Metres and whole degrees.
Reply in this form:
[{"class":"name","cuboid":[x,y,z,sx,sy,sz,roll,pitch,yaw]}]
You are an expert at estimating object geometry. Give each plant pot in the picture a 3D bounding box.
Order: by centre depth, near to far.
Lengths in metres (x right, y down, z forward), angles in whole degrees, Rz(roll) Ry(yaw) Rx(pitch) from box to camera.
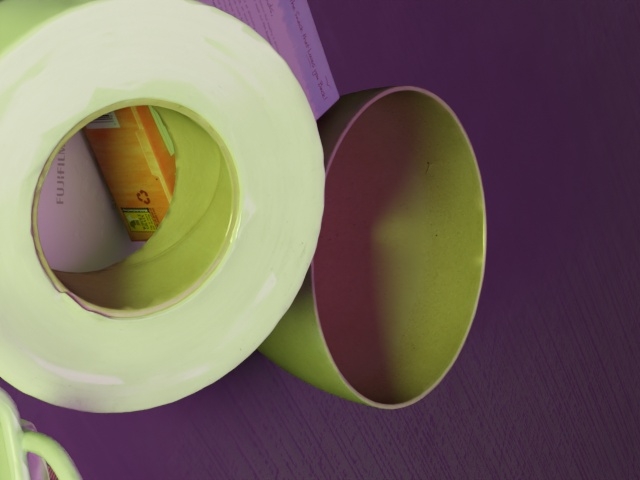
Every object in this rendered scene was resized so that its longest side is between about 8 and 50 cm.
[{"class":"plant pot","cuboid":[0.000,0.000,1.414,0.284,0.191,0.284,-9,102,-54]}]

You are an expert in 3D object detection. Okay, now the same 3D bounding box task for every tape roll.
[{"class":"tape roll","cuboid":[-0.142,-0.031,1.046,0.286,0.100,0.286,-10,110,-29]}]

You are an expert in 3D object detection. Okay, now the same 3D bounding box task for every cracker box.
[{"class":"cracker box","cuboid":[-0.088,-0.124,1.208,0.232,0.067,0.156,-46,126,-43]}]

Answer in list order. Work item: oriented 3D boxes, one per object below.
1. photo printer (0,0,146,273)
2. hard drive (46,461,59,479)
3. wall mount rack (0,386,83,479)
[{"class":"photo printer","cuboid":[-0.224,-0.054,1.171,0.307,0.107,0.256,-1,94,-54]},{"class":"hard drive","cuboid":[-0.258,0.349,1.201,0.237,0.064,0.339,47,57,-45]},{"class":"wall mount rack","cuboid":[-0.269,0.128,0.983,0.130,0.350,0.304,-14,98,-31]}]
